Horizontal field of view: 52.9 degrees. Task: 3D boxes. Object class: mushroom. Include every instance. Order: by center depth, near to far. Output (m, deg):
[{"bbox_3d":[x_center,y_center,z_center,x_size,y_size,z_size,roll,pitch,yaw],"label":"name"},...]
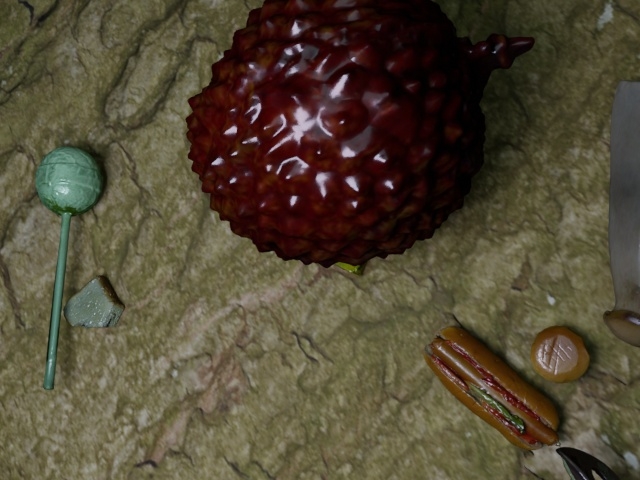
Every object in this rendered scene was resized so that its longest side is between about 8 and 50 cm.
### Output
[{"bbox_3d":[0.482,-0.052,0.906,0.137,0.154,0.407,8,81,-25],"label":"mushroom"}]

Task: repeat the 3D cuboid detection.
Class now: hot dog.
[{"bbox_3d":[0.257,0.222,0.956,0.236,0.062,0.092,38,87,18],"label":"hot dog"}]

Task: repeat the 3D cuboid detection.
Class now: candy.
[{"bbox_3d":[-0.465,0.043,1.157,0.119,0.119,0.440,-4,76,15],"label":"candy"}]

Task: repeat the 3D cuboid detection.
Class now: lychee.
[{"bbox_3d":[0.051,-0.177,0.910,0.500,0.424,0.424,-25,74,13],"label":"lychee"}]

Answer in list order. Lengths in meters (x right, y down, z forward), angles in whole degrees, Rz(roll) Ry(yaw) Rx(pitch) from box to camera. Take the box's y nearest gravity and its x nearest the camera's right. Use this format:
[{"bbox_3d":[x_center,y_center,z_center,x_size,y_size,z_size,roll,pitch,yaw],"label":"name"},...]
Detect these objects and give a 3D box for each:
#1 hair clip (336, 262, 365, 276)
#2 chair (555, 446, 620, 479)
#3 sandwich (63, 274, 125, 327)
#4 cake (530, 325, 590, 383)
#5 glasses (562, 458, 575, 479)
[{"bbox_3d":[0.000,0.000,1.079,0.173,0.046,0.072,24,76,17],"label":"hair clip"},{"bbox_3d":[0.430,0.375,0.741,0.183,0.175,0.326,-29,62,24],"label":"chair"},{"bbox_3d":[-0.415,0.127,1.172,0.105,0.036,0.093,-34,72,6],"label":"sandwich"},{"bbox_3d":[0.353,0.168,0.950,0.084,0.044,0.084,-3,78,17],"label":"cake"},{"bbox_3d":[0.362,0.417,0.891,0.239,0.102,0.207,38,63,20],"label":"glasses"}]
